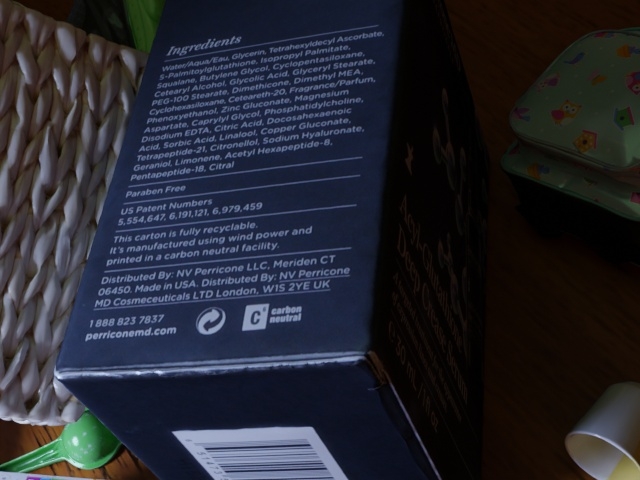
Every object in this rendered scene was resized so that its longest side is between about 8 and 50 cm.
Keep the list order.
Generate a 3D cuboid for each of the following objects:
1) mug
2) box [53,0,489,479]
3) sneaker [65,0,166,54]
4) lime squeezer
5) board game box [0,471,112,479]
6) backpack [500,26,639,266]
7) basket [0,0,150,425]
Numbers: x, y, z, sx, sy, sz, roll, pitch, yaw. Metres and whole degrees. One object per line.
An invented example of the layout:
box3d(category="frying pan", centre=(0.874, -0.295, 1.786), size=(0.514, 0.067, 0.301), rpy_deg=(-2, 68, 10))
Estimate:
box3d(category="mug", centre=(0.227, 0.144, 0.773), size=(0.064, 0.078, 0.062), rpy_deg=(-49, 18, -28))
box3d(category="box", centre=(0.000, 0.000, 0.815), size=(0.212, 0.293, 0.395), rpy_deg=(-6, 53, 18))
box3d(category="sneaker", centre=(-0.197, -0.130, 1.113), size=(0.202, 0.185, 0.483), rpy_deg=(-30, 44, 41))
box3d(category="lime squeezer", centre=(-0.201, 0.167, 0.908), size=(0.310, 0.110, 0.059), rpy_deg=(-35, 79, 36))
box3d(category="board game box", centre=(-0.186, 0.223, 0.847), size=(0.154, 0.103, 0.026), rpy_deg=(-1, 54, 22))
box3d(category="backpack", centre=(0.260, -0.095, 0.881), size=(0.166, 0.144, 0.188), rpy_deg=(25, 64, 42))
box3d(category="basket", centre=(-0.341, -0.029, 0.859), size=(0.331, 0.266, 0.328), rpy_deg=(0, 76, 56))
